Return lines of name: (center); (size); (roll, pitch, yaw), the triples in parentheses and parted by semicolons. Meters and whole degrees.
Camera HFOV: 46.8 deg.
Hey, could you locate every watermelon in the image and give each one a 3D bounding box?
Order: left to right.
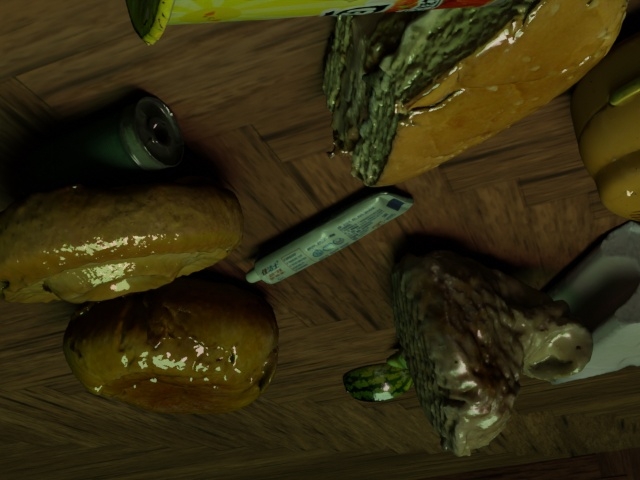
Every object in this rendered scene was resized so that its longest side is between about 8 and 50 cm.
watermelon: (0.120, 0.306, 1.553); (0.163, 0.069, 0.087); (-11, 151, 15)

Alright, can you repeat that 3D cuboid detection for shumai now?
shumai: (0.255, 0.126, 1.080); (0.262, 0.267, 0.314); (-21, 114, -7)

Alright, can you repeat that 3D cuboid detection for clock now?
clock: (0.393, -0.120, 0.683); (0.244, 0.200, 0.317); (13, 156, -34)

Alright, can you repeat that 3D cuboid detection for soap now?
soap: (0.514, 0.110, 1.167); (0.257, 0.159, 0.302); (0, 153, -14)

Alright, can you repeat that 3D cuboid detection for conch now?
conch: (0.195, 0.203, 1.369); (0.094, 0.080, 0.201); (-11, 172, -16)

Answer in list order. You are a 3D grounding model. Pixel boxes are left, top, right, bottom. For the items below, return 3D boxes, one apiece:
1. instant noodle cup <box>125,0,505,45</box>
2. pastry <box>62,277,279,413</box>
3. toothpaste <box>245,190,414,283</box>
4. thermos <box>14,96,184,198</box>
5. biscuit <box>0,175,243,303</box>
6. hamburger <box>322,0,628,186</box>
instant noodle cup: (0.008, -0.224, 0.366); (0.200, 0.265, 0.264); (-2, 153, -21)
pastry: (-0.223, 0.173, 1.152); (0.355, 0.164, 0.356); (-5, 155, -2)
toothpaste: (-0.001, -0.001, 0.982); (0.268, 0.047, 0.069); (-27, 126, 32)
thermos: (-0.237, -0.085, 0.768); (0.187, 0.083, 0.073); (-17, 108, 23)
biscuit: (-0.231, 0.010, 0.821); (0.296, 0.102, 0.296); (-11, 174, -1)
hamburger: (0.113, -0.162, 0.594); (0.245, 0.156, 0.282); (-13, 157, 0)
